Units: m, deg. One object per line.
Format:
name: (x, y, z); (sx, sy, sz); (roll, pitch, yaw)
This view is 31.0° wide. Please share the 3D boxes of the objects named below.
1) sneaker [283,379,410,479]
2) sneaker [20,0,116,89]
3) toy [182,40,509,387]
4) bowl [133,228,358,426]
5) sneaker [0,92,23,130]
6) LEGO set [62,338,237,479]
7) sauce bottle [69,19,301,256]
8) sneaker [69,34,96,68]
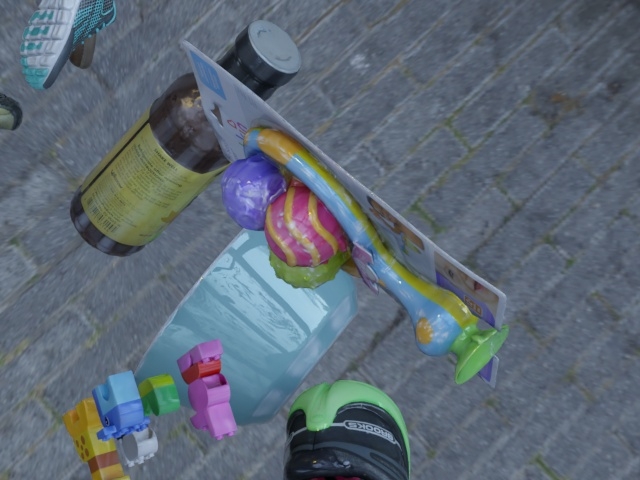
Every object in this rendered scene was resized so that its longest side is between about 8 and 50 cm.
sneaker: (0.054, 0.397, 1.265); (0.185, 0.202, 0.483); (-17, 103, 20)
sneaker: (-0.235, -0.220, 1.132); (0.076, 0.065, 0.166); (24, 88, -47)
toy: (0.000, 0.000, 0.661); (0.237, 0.137, 0.056); (37, 73, 21)
bowl: (-0.069, 0.104, 1.412); (0.163, 0.311, 0.311); (38, 85, 4)
sneaker: (-0.500, -0.062, 1.197); (0.410, 0.158, 0.182); (-11, 101, 2)
LEGO set: (-0.147, 0.163, 0.927); (0.087, 0.227, 0.093); (-12, 76, -31)
sauce bottle: (-0.150, -0.108, 1.272); (0.111, 0.111, 0.344); (45, 128, -8)
sneaker: (-0.275, -0.272, 1.235); (0.071, 0.066, 0.188); (1, 127, -12)
